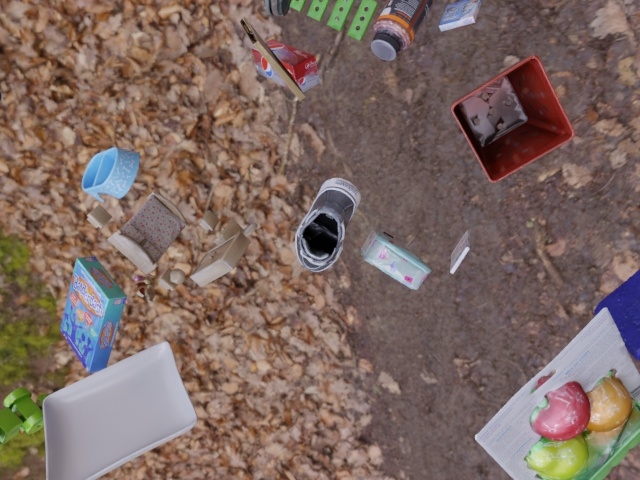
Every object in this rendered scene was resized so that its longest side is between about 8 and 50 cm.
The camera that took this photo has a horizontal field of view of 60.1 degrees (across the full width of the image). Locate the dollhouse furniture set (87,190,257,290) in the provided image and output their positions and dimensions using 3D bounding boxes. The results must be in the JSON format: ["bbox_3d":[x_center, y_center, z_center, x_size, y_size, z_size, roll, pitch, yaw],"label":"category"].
[{"bbox_3d":[-0.377,-0.060,1.503,0.173,0.303,0.355,-27,116,40],"label":"dollhouse furniture set"}]

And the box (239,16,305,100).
[{"bbox_3d":[-0.123,-0.464,1.419,0.021,0.201,0.164,-37,44,10],"label":"box"}]

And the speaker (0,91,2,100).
[{"bbox_3d":[-0.821,-0.347,1.330,0.136,0.055,0.055,8,116,40],"label":"speaker"}]

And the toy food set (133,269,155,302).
[{"bbox_3d":[-0.566,0.146,1.769,0.019,0.122,0.078,-41,123,19],"label":"toy food set"}]

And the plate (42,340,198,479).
[{"bbox_3d":[-0.397,0.345,1.091,0.277,0.277,0.045,43,152,53],"label":"plate"}]

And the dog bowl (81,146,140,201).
[{"bbox_3d":[-0.700,-0.222,1.827,0.297,0.074,0.166,-2,70,47],"label":"dog bowl"}]

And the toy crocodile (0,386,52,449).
[{"bbox_3d":[-0.807,0.474,1.395,0.115,0.340,0.105,40,116,15],"label":"toy crocodile"}]

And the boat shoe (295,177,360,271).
[{"bbox_3d":[0.000,0.000,1.121,0.108,0.102,0.301,27,147,-1],"label":"boat shoe"}]

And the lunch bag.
[{"bbox_3d":[0.253,0.061,1.847,0.224,0.279,0.108,31,97,-3],"label":"lunch bag"}]

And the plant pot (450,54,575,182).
[{"bbox_3d":[0.547,-0.376,1.667,0.267,0.236,0.267,-30,107,12],"label":"plant pot"}]

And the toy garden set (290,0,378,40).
[{"bbox_3d":[0.058,-0.703,1.544,0.244,0.049,0.204,31,111,13],"label":"toy garden set"}]

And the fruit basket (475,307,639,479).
[{"bbox_3d":[0.467,0.327,1.056,0.353,0.327,0.165,47,177,-30],"label":"fruit basket"}]

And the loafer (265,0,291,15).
[{"bbox_3d":[-0.046,-0.551,1.043,0.084,0.096,0.268,20,130,6],"label":"loafer"}]

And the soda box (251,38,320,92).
[{"bbox_3d":[-0.108,-0.533,1.679,0.263,0.083,0.092,40,152,45],"label":"soda box"}]

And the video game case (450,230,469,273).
[{"bbox_3d":[0.383,0.030,1.517,0.011,0.122,0.087,28,117,2],"label":"video game case"}]

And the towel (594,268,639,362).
[{"bbox_3d":[0.724,0.175,1.097,0.227,0.076,0.308,-45,30,15],"label":"towel"}]

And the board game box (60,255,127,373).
[{"bbox_3d":[-0.516,0.166,1.248,0.160,0.047,0.210,39,117,32],"label":"board game box"}]

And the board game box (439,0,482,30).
[{"bbox_3d":[0.352,-0.571,1.391,0.090,0.090,0.020,-2,143,36],"label":"board game box"}]

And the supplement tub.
[{"bbox_3d":[0.198,-0.547,1.374,0.106,0.198,0.106,27,165,8],"label":"supplement tub"}]
